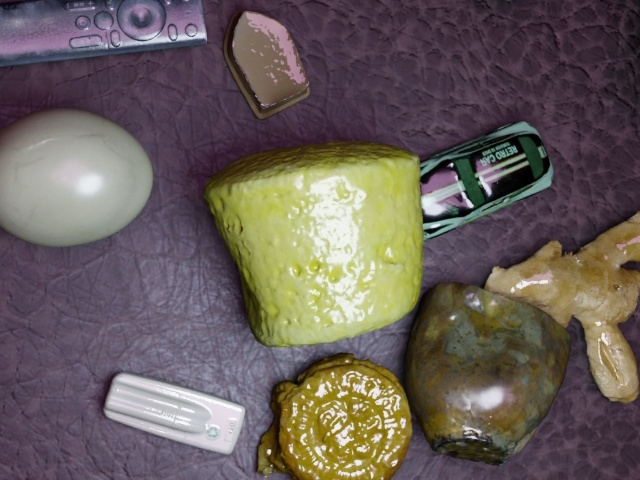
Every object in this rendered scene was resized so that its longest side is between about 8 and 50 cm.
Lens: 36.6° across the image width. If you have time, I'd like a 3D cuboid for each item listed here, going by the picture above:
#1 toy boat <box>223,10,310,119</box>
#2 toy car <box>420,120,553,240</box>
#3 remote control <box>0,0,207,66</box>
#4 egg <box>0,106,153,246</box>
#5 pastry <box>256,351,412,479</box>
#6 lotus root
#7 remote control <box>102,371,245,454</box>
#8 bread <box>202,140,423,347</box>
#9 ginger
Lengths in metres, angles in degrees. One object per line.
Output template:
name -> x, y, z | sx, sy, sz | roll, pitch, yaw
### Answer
toy boat -> -0.098, -0.314, 1.661 | 0.116, 0.061, 0.188 | -28, 91, -11
toy car -> 0.273, -0.108, 1.687 | 0.306, 0.125, 0.136 | -23, 91, -13
remote control -> -0.383, -0.360, 1.620 | 0.378, 0.044, 0.107 | -8, 92, -11
egg -> -0.399, -0.098, 1.512 | 0.269, 0.219, 0.219 | -10, 88, -17
pastry -> 0.032, 0.307, 1.611 | 0.235, 0.132, 0.240 | 16, 83, -10
lotus root -> 0.262, 0.223, 1.591 | 0.267, 0.149, 0.260 | 23, 57, 4
remote control -> -0.242, 0.284, 1.602 | 0.230, 0.049, 0.090 | 18, 86, -11
bread -> 0.000, 0.000, 1.524 | 0.348, 0.348, 0.307 | -8, 93, -11
ginger -> 0.493, 0.064, 1.721 | 0.348, 0.122, 0.363 | 29, 92, -16
